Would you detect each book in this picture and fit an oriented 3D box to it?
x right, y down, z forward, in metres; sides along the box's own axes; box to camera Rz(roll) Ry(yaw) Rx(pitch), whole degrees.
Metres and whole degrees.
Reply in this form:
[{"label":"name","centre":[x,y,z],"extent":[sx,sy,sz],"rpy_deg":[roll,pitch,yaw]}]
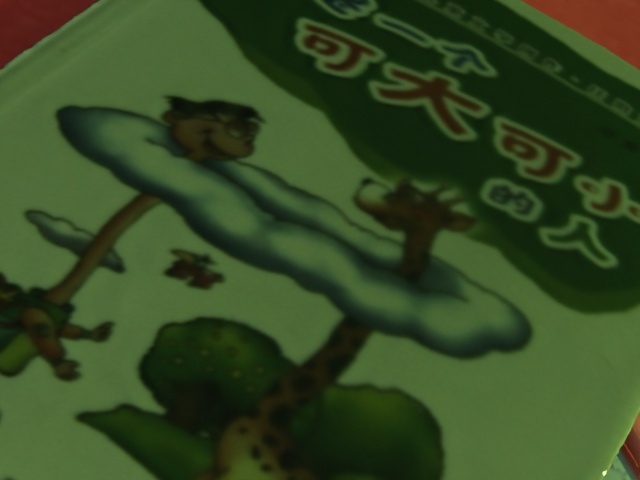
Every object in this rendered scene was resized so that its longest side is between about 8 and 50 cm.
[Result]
[{"label":"book","centre":[0.000,0.000,0.578],"extent":[0.260,0.043,0.371],"rpy_deg":[32,42,9]}]
